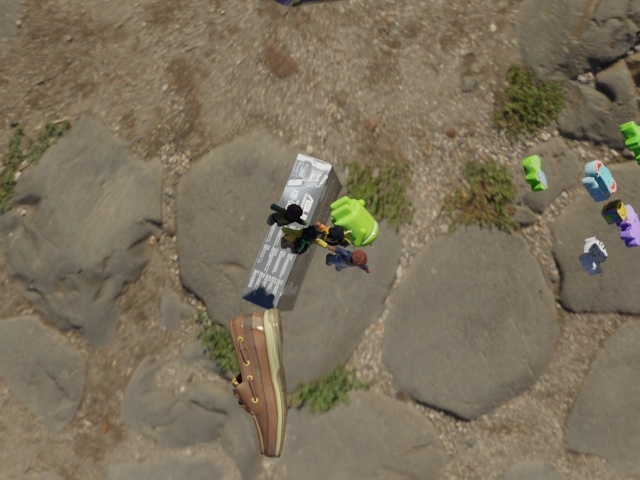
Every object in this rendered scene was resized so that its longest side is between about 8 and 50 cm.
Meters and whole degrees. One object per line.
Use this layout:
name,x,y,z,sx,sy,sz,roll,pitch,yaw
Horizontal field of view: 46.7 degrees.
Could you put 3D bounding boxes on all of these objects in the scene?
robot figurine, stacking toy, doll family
robot figurine,0.067,-0.033,1.431,0.067,0.101,0.115,-30,125,20
stacking toy,0.392,-0.052,0.987,0.167,0.052,0.221,-18,119,48
doll family,0.000,0.000,1.200,0.192,0.111,0.076,18,73,-20

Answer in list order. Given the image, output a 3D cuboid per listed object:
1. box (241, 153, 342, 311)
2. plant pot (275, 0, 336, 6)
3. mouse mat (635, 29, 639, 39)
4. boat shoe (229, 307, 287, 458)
box,-0.053,-0.007,1.534,0.076,0.242,0.308,21,87,7
plant pot,0.014,-0.535,1.258,0.235,0.236,0.212,-14,87,-23
mouse mat,0.500,-0.242,0.926,0.189,0.152,0.007,15,76,-47
boat shoe,-0.069,0.162,0.835,0.060,0.064,0.178,-3,106,0
